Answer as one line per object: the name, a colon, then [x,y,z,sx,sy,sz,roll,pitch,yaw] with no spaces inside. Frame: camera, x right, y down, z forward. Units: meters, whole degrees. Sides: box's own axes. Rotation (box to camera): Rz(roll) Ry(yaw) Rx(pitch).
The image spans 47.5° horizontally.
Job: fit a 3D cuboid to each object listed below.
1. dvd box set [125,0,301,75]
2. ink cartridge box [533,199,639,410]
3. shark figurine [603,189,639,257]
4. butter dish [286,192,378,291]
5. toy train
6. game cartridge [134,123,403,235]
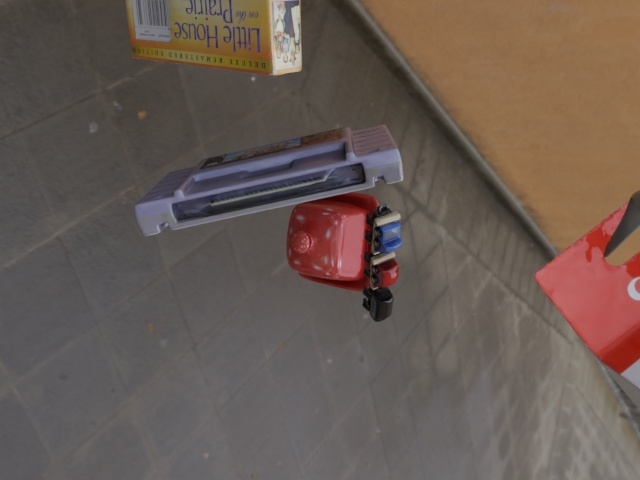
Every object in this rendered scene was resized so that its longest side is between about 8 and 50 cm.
dvd box set: [-0.153,-0.433,0.916,0.062,0.307,0.420,-22,118,-43]
ink cartridge box: [0.501,0.099,0.869,0.308,0.385,0.091,-36,169,-8]
shark figurine: [0.479,-0.001,0.818,0.166,0.278,0.116,11,84,-79]
butter dish: [0.000,0.000,1.167,0.118,0.160,0.160,-6,104,-52]
toy train: [0.057,0.026,0.682,0.027,0.036,0.158,-18,141,-14]
game cartridge: [-0.068,-0.097,1.045,0.230,0.355,0.068,-92,169,-69]
